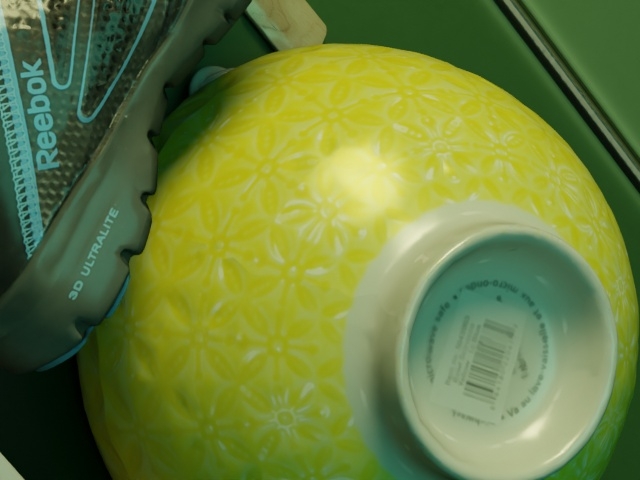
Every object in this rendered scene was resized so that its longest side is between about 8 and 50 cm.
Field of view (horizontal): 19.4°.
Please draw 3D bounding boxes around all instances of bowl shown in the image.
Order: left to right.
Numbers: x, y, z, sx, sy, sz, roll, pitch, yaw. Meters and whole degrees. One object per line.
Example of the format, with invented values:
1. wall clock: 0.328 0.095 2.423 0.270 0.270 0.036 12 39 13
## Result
1. bowl: 0.047 0.048 0.874 0.289 0.156 0.289 -1 93 -26

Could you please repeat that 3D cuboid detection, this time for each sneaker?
1. sneaker: -0.110 -0.119 0.826 0.139 0.125 0.341 28 70 -25

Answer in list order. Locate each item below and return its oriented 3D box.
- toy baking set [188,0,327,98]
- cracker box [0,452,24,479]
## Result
1. toy baking set: 0.005 0.003 0.952 0.197 0.030 0.256 18 78 -32
2. cracker box: -0.200 0.140 0.784 0.156 0.067 0.232 -48 114 -27
